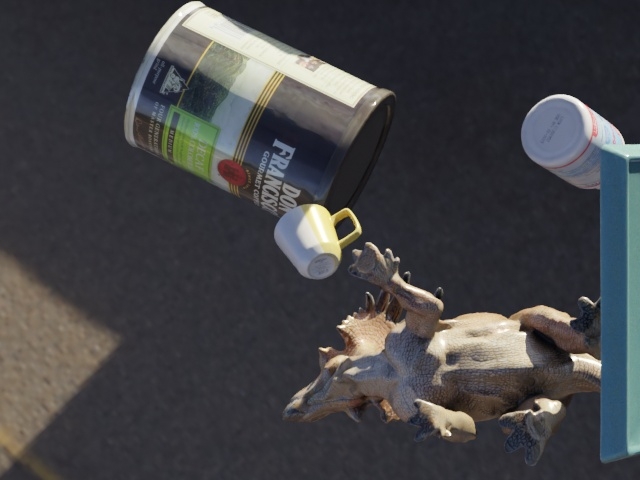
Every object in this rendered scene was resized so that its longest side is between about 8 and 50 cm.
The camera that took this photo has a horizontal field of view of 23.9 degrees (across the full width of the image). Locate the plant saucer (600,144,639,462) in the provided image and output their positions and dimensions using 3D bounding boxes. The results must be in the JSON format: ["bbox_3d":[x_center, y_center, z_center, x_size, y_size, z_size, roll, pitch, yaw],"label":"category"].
[{"bbox_3d":[0.197,0.037,0.917,0.067,0.192,0.018,-4,4,-38],"label":"plant saucer"}]

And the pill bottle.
[{"bbox_3d":[0.310,-0.111,1.805,0.087,0.160,0.087,-9,74,31],"label":"pill bottle"}]

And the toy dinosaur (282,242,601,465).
[{"bbox_3d":[0.117,0.088,1.073,0.296,0.200,0.127,8,84,10],"label":"toy dinosaur"}]

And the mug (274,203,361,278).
[{"bbox_3d":[-0.004,0.001,1.537,0.078,0.062,0.064,-53,39,23],"label":"mug"}]

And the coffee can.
[{"bbox_3d":[-0.073,-0.149,1.870,0.275,0.201,0.201,26,62,11],"label":"coffee can"}]
